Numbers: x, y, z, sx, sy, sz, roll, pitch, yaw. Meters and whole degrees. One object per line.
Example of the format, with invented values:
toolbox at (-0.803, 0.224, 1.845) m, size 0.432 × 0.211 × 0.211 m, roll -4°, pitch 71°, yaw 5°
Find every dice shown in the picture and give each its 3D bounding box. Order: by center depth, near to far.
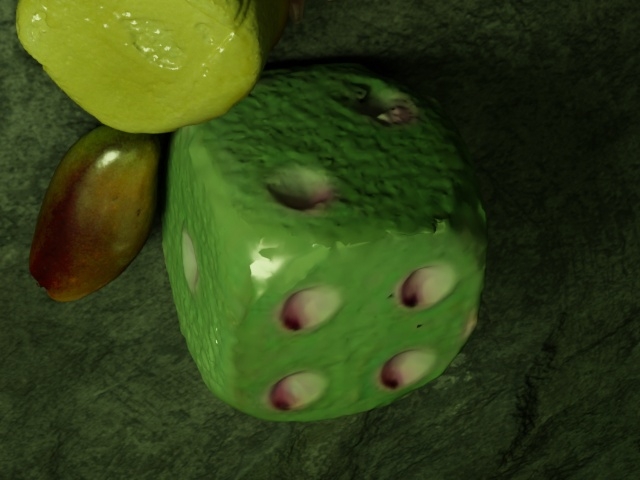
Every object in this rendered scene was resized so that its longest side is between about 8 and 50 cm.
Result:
dice at (0.000, 0.000, 1.607) m, size 0.330 × 0.318 × 0.322 m, roll -10°, pitch 136°, yaw -18°

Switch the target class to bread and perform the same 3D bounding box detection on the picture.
bread at (-0.171, -0.229, 1.376) m, size 0.270 × 0.148 × 0.270 m, roll 7°, pitch 142°, yaw 5°

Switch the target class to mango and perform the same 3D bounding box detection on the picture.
mango at (-0.257, -0.037, 1.590) m, size 0.133 × 0.111 × 0.267 m, roll 17°, pitch 125°, yaw -19°

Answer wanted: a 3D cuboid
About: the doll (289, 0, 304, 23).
doll at (-0.028, -0.333, 1.423) m, size 0.262 × 0.093 × 0.211 m, roll -34°, pitch 132°, yaw 17°
